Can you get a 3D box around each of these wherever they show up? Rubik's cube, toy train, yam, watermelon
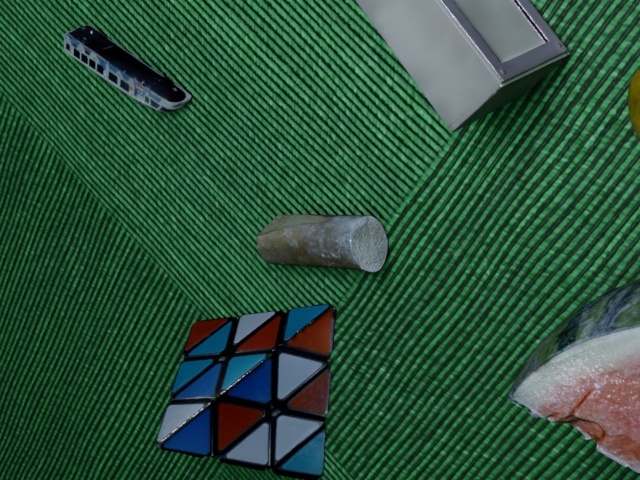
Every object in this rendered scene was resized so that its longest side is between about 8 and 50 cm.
[{"bbox_3d":[-0.148,0.195,1.681,0.250,0.234,0.284,30,129,30],"label":"Rubik's cube"},{"bbox_3d":[-0.253,-0.221,1.703,0.207,0.043,0.047,34,132,26],"label":"toy train"},{"bbox_3d":[0.000,0.000,1.567,0.169,0.068,0.068,4,113,41],"label":"yam"},{"bbox_3d":[0.347,0.123,1.199,0.262,0.213,0.201,-27,91,46],"label":"watermelon"}]

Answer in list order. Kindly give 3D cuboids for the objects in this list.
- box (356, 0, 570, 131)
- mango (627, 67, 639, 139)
[{"bbox_3d":[0.125,-0.237,1.284,0.225,0.129,0.086,54,136,7],"label":"box"},{"bbox_3d":[0.388,-0.111,1.113,0.289,0.129,0.146,-13,103,54],"label":"mango"}]
